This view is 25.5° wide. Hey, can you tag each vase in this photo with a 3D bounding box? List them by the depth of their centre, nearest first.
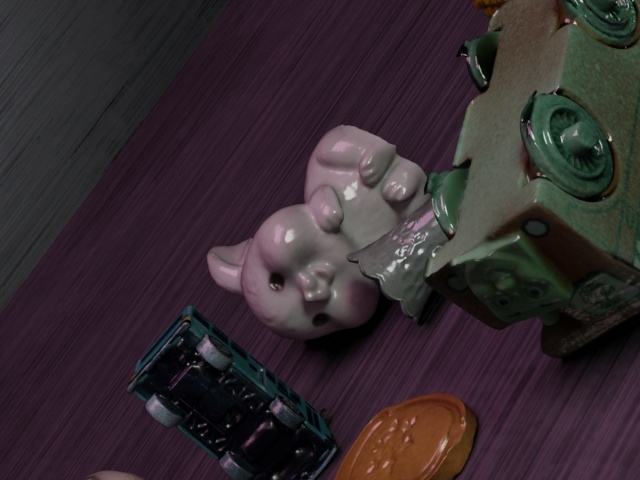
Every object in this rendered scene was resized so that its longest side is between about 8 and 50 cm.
[{"bbox_3d":[0.099,-0.013,1.153,0.148,0.081,0.081,-47,18,0],"label":"vase"}]

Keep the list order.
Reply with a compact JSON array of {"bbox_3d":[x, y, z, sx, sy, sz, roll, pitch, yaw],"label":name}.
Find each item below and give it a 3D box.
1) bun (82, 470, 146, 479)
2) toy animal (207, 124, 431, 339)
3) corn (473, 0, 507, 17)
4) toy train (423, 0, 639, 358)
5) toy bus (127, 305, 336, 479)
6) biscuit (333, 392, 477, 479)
[{"bbox_3d":[-0.153,0.260,1.182,0.138,0.094,0.138,-7,82,62],"label":"bun"},{"bbox_3d":[0.003,-0.003,1.269,0.193,0.127,0.178,-53,16,-5],"label":"toy animal"},{"bbox_3d":[0.229,-0.261,1.300,0.101,0.101,0.310,-56,22,-16],"label":"corn"},{"bbox_3d":[0.174,-0.075,0.970,0.129,0.159,0.326,-36,26,43],"label":"toy train"},{"bbox_3d":[-0.069,0.132,1.132,0.079,0.160,0.092,-49,9,6],"label":"toy bus"},{"bbox_3d":[0.053,0.159,1.001,0.140,0.023,0.118,-26,29,50],"label":"biscuit"}]
